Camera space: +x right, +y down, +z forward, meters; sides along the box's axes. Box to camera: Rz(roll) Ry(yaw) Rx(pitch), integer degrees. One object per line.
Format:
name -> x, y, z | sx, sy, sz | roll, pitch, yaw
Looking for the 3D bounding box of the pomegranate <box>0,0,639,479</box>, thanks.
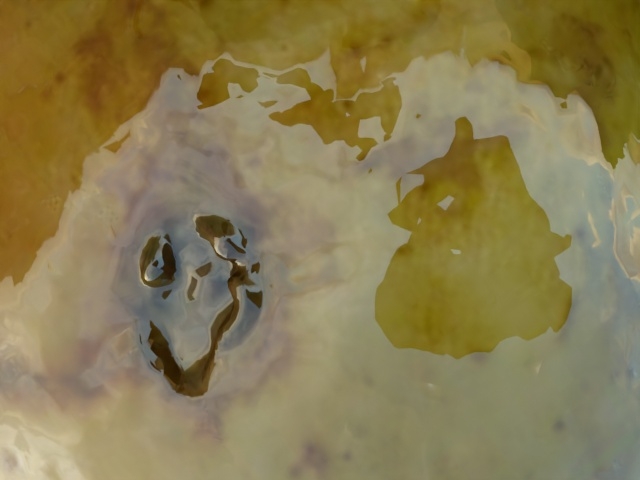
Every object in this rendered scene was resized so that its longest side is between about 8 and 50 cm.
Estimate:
pomegranate -> -0.001, 0.008, 0.565 | 0.410, 0.410, 0.410 | -14, 143, -11
